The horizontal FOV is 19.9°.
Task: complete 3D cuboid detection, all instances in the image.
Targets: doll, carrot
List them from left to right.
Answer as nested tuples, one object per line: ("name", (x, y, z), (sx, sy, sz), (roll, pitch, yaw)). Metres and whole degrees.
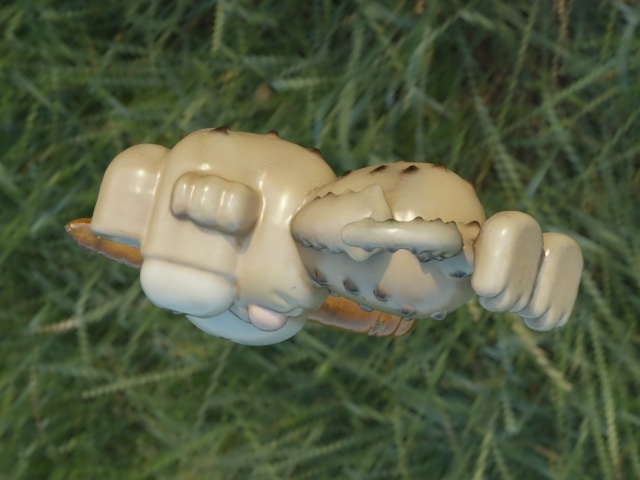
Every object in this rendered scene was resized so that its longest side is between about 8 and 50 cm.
("carrot", (-0.040, 0.018, 1.198), (0.257, 0.061, 0.061), (11, 139, -10))
("doll", (0.002, 0.001, 0.989), (0.278, 0.119, 0.154), (6, 169, 45))
